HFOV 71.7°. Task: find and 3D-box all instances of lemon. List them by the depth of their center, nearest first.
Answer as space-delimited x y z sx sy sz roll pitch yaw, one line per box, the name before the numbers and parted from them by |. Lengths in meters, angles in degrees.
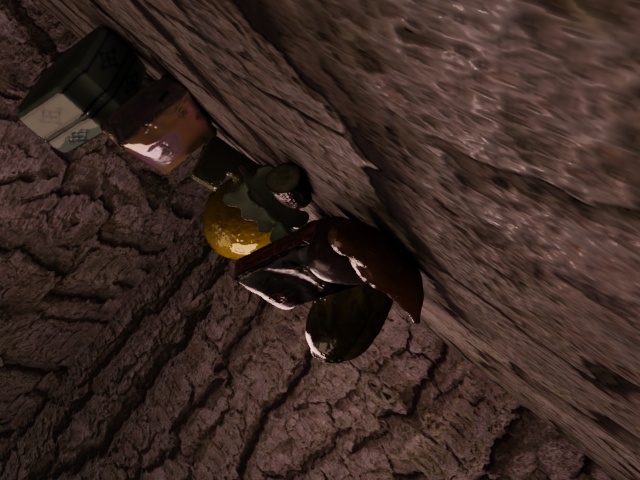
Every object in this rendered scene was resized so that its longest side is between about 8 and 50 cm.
lemon | -0.328 -0.082 1.880 0.350 0.387 0.349 30 -157 -14

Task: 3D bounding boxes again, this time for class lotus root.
lotus root | 0.083 0.238 1.444 0.251 0.345 0.250 21 -165 -6

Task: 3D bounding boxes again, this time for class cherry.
cherry | 0.048 0.023 0.940 0.176 0.139 0.176 18 -176 -1

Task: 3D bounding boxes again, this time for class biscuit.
biscuit | -0.248 -0.185 1.309 0.250 0.147 0.046 33 158 -24

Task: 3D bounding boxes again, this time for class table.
table | -0.149 -0.108 1.213 0.166 0.166 0.198 37 176 45

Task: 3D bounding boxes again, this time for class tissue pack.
tissue pack | -0.404 -0.294 1.141 0.123 0.215 0.256 50 179 9
tissue pack | -0.049 0.076 1.250 0.245 0.333 0.123 41 -147 -44

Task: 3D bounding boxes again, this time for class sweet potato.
sweet potato | 0.115 0.044 0.826 0.354 0.095 0.106 44 -140 -45

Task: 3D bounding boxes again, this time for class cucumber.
cucumber | -0.061 -0.107 0.946 0.074 0.074 0.241 39 179 7

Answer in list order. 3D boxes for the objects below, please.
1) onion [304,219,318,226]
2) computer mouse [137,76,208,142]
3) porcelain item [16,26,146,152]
onion | 0.000 0.000 1.357 0.131 0.131 0.131 40 178 2
computer mouse | -0.529 -0.455 1.488 0.379 0.090 0.167 35 180 -24
porcelain item | -0.608 -0.384 1.146 0.157 0.282 0.285 47 -144 -43
